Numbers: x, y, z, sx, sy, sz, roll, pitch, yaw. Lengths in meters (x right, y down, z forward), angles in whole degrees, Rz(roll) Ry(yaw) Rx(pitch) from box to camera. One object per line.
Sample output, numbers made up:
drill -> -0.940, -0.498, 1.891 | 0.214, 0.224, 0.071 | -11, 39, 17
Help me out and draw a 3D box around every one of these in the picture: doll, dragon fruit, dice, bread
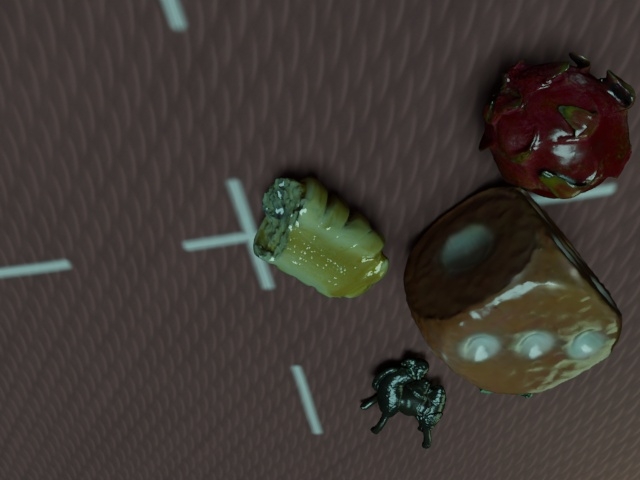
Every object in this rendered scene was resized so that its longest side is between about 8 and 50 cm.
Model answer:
doll -> 0.144, 0.255, 0.753 | 0.139, 0.057, 0.165 | 18, 119, -7
dragon fruit -> 0.235, -0.099, 0.456 | 0.136, 0.133, 0.166 | -27, 131, 29
dice -> 0.216, 0.060, 0.542 | 0.179, 0.175, 0.174 | 38, 118, -26
bread -> 0.000, 0.000, 0.561 | 0.177, 0.084, 0.119 | 35, 121, -21

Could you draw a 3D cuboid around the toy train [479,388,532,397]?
toy train -> 0.290, 0.222, 0.728 | 0.092, 0.045, 0.029 | 12, 127, -3
